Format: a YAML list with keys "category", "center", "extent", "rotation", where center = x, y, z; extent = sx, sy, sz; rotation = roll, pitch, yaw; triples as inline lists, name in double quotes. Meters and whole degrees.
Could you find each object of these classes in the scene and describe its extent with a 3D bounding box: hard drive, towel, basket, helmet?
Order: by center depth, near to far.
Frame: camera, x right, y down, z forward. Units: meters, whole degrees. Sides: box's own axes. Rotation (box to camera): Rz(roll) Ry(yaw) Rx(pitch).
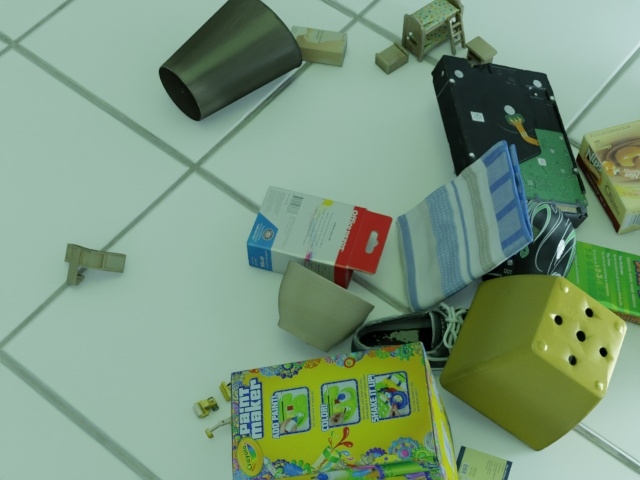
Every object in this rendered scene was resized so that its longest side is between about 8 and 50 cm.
- category: "helmet"
  center: [0.353, 0.009, 1.922]
  extent: [0.169, 0.169, 0.162]
  rotation: [19, 79, 12]
- category: "towel"
  center: [0.235, -0.019, 1.923]
  extent: [0.034, 0.285, 0.209]
  rotation: [19, 50, -33]
- category: "hard drive"
  center: [0.345, -0.182, 2.091]
  extent: [0.237, 0.064, 0.339]
  rotation: [5, 53, -22]
- category: "basket"
  center: [-0.185, -0.345, 2.196]
  extent: [0.227, 0.154, 0.204]
  rotation: [-41, 67, -19]

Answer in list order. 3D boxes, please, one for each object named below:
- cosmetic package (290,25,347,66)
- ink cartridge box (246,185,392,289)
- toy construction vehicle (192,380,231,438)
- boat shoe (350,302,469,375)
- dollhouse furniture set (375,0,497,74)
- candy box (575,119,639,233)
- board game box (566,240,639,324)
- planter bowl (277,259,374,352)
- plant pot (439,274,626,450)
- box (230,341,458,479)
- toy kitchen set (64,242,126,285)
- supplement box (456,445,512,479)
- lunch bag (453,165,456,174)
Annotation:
- category: "cosmetic package"
  center: [-0.006, -0.391, 2.286]
  extent: [0.115, 0.041, 0.060]
  rotation: [8, 56, 5]
- category: "ink cartridge box"
  center: [0.000, 0.000, 2.003]
  extent: [0.231, 0.078, 0.134]
  rotation: [14, 58, 9]
- category: "toy construction vehicle"
  center: [-0.153, 0.269, 1.850]
  extent: [0.098, 0.035, 0.086]
  rotation: [-22, 59, -14]
- category: "boat shoe"
  center: [0.201, 0.156, 1.883]
  extent: [0.306, 0.105, 0.113]
  rotation: [-2, 57, -2]
- category: "dollhouse furniture set"
  center: [0.229, -0.380, 2.242]
  extent: [0.182, 0.101, 0.161]
  rotation: [-34, 63, -21]
- category: "candy box"
  center: [0.657, -0.142, 2.092]
  extent: [0.316, 0.087, 0.183]
  rotation: [-14, 58, -10]
- category: "board game box"
  center: [0.494, 0.071, 1.982]
  extent: [0.259, 0.039, 0.124]
  rotation: [13, 59, 12]
- category: "planter bowl"
  center: [-0.006, 0.118, 1.892]
  extent: [0.162, 0.162, 0.109]
  rotation: [28, 86, 17]
- category: "plant pot"
  center: [0.349, 0.173, 1.777]
  extent: [0.212, 0.187, 0.212]
  rotation: [35, 59, -11]
- category: "box"
  center: [0.044, 0.307, 1.642]
  extent: [0.279, 0.290, 0.177]
  rotation: [-10, 56, 8]
- category: "toy kitchen set"
  center: [-0.401, 0.048, 2.006]
  extent: [0.083, 0.075, 0.068]
  rotation: [13, 93, 47]
- category: "supplement box"
  center: [0.245, 0.377, 1.765]
  extent: [0.083, 0.056, 0.083]
  rotation: [16, 59, 11]
- category: "lunch bag"
  center: [0.291, -0.153, 2.120]
  extent: [0.083, 0.053, 0.071]
  rotation: [8, 54, -10]
